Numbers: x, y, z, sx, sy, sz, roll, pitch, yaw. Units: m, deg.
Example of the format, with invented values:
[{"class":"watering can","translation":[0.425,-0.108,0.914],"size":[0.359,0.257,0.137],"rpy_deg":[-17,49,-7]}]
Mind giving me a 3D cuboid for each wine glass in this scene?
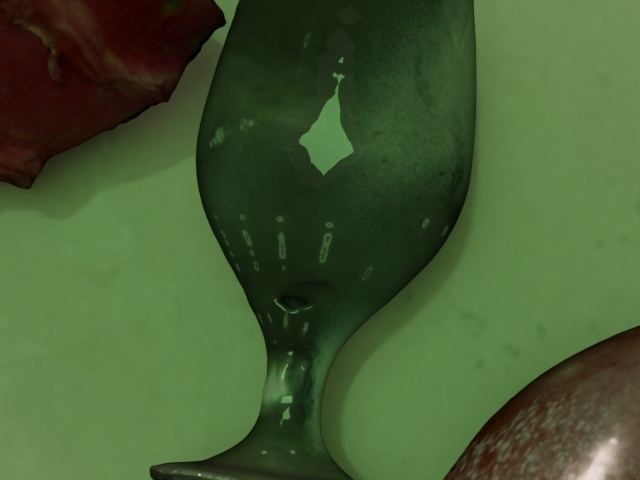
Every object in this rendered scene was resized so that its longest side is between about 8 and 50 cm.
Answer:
[{"class":"wine glass","translation":[0.000,0.000,0.852],"size":[0.126,0.126,0.241],"rpy_deg":[9,82,6]}]

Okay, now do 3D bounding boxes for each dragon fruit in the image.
[{"class":"dragon fruit","translation":[-0.191,-0.134,0.866],"size":[0.262,0.189,0.163],"rpy_deg":[37,70,25]}]

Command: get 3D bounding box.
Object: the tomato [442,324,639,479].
[{"class":"tomato","translation":[0.170,0.159,0.763],"size":[0.270,0.227,0.270],"rpy_deg":[0,84,3]}]
